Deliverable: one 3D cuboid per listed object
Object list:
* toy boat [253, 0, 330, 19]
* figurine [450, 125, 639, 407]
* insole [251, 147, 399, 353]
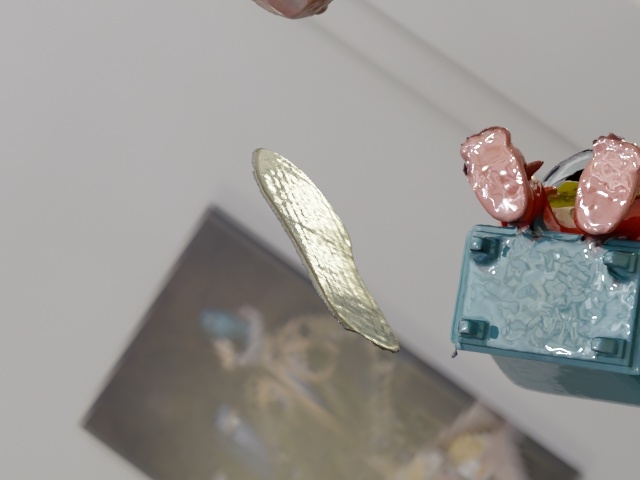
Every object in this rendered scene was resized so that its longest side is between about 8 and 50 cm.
[{"bbox_3d":[-0.030,-0.294,1.694,0.318,0.141,0.099,86,-176,-53],"label":"toy boat"},{"bbox_3d":[0.083,0.008,0.539,0.140,0.068,0.075,5,-91,-67],"label":"figurine"},{"bbox_3d":[0.000,0.000,0.942,0.004,0.064,0.188,-51,31,16],"label":"insole"}]
